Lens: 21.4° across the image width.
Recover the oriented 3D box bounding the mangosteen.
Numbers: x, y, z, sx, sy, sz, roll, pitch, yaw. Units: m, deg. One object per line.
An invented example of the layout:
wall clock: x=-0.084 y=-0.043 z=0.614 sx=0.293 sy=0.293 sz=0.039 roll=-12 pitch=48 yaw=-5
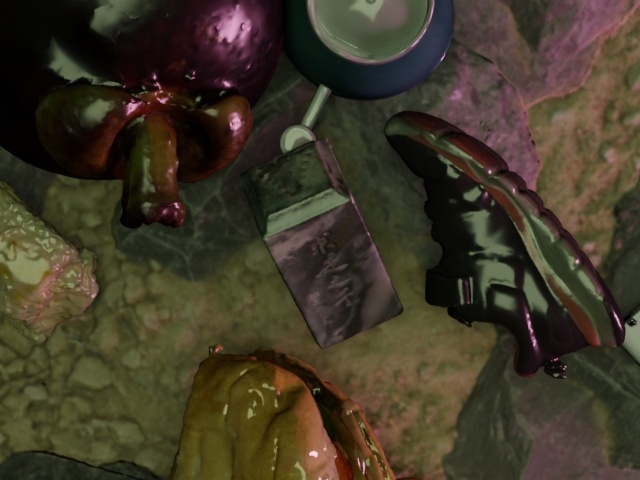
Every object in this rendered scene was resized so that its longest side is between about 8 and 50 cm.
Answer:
mangosteen: x=-0.177 y=-0.179 z=1.433 sx=0.297 sy=0.293 sz=0.297 roll=6 pitch=123 yaw=10

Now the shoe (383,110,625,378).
shoe: x=0.147 y=0.008 z=1.545 sx=0.137 sy=0.114 sz=0.291 roll=-40 pitch=90 yaw=11

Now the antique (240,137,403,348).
antique: x=0.000 y=0.000 z=1.498 sx=0.088 sy=0.183 sz=0.086 roll=-25 pitch=47 yaw=2

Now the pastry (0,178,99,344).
pastry: x=-0.320 y=-0.013 z=1.550 sx=0.258 sy=0.089 sz=0.121 roll=44 pitch=104 yaw=1

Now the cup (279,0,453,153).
cup: x=0.042 y=-0.205 z=1.499 sx=0.167 sy=0.173 sz=0.300 roll=26 pitch=91 yaw=-3

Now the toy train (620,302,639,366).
toy train: x=0.354 y=0.148 z=1.578 sx=0.043 sy=0.047 sz=0.207 roll=-43 pitch=91 yaw=2

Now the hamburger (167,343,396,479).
hamburger: x=-0.020 y=0.270 z=1.476 sx=0.209 sy=0.162 sz=0.330 roll=11 pitch=91 yaw=41

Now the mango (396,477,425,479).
mango: x=0.094 y=0.305 z=1.564 sx=0.115 sy=0.090 sz=0.178 roll=-23 pitch=100 yaw=-7
